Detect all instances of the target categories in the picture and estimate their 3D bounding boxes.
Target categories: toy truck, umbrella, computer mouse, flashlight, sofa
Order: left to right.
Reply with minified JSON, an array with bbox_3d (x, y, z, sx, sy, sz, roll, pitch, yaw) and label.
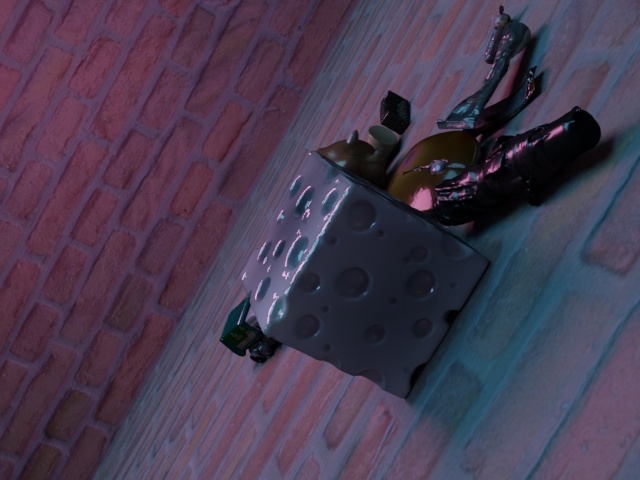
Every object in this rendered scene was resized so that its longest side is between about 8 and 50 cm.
[{"bbox_3d":[-0.145,0.200,1.897,0.253,0.124,0.114,-45,24,54],"label":"toy truck"},{"bbox_3d":[0.170,-0.295,1.850,0.039,0.060,0.118,-57,14,33],"label":"sofa"},{"bbox_3d":[0.179,-0.102,1.430,0.158,0.072,0.310,-67,15,-13],"label":"computer mouse"},{"bbox_3d":[0.332,-0.379,1.498,0.031,0.052,0.110,11,77,38],"label":"flashlight"},{"bbox_3d":[0.256,-0.095,1.096,0.326,0.090,0.094,-36,25,59],"label":"umbrella"}]

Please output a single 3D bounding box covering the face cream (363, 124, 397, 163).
[{"bbox_3d":[0.103,-0.155,1.852,0.114,0.070,0.224,-82,12,-51],"label":"face cream"}]

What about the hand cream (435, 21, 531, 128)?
[{"bbox_3d":[0.279,-0.277,1.339,0.248,0.052,0.075,-52,10,-22],"label":"hand cream"}]

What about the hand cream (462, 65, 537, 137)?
[{"bbox_3d":[0.296,-0.218,1.313,0.163,0.039,0.062,-37,26,47],"label":"hand cream"}]

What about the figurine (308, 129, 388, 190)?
[{"bbox_3d":[0.038,-0.121,1.737,0.247,0.177,0.173,127,147,-45],"label":"figurine"}]

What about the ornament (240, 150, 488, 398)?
[{"bbox_3d":[0.052,0.044,1.194,0.239,0.240,0.239,-59,20,9],"label":"ornament"}]
